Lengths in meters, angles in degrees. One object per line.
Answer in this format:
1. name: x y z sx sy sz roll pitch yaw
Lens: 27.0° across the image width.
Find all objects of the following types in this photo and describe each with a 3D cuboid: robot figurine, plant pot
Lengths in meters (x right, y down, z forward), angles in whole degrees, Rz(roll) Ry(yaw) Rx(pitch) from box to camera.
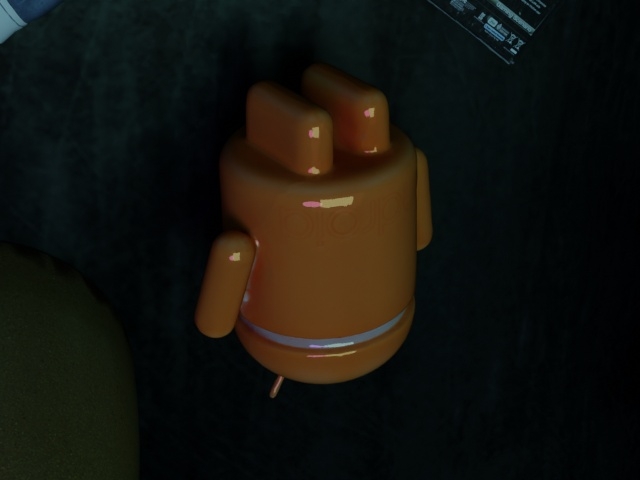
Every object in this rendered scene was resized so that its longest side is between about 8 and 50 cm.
1. robot figurine: -0.002 0.000 0.859 0.128 0.158 0.219 6 122 13
2. plant pot: -0.206 0.165 0.801 0.237 0.254 0.237 -10 123 -15

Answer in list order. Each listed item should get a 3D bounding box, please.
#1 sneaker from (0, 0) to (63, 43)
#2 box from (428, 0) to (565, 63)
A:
1. sneaker: -0.158 -0.230 0.683 0.163 0.086 0.226 -27 131 4
2. box: 0.087 -0.218 0.793 0.180 0.077 0.147 30 105 -32
